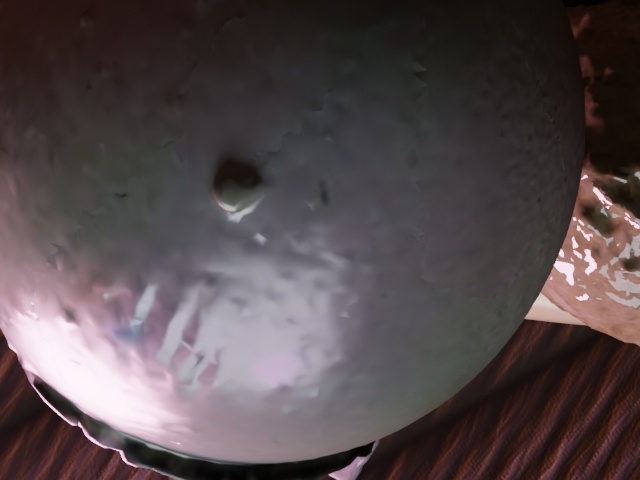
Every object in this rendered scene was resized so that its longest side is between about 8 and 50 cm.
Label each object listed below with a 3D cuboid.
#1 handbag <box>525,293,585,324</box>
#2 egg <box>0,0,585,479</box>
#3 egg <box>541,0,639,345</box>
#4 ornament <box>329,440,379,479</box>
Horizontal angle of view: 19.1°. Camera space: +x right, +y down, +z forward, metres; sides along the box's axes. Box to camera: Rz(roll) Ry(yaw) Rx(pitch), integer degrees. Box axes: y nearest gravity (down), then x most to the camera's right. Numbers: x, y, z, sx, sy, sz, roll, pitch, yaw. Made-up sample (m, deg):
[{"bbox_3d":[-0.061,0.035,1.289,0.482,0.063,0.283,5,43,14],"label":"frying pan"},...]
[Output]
[{"bbox_3d":[0.171,-0.046,1.720,0.358,0.237,0.160,7,178,7],"label":"handbag"},{"bbox_3d":[-0.014,-0.077,1.051,0.354,0.355,0.340,9,152,-15],"label":"egg"},{"bbox_3d":[0.246,-0.051,1.367,0.279,0.279,0.310,7,180,10],"label":"egg"},{"bbox_3d":[0.000,0.000,1.538,0.239,0.240,0.239,30,-153,-1],"label":"ornament"}]
